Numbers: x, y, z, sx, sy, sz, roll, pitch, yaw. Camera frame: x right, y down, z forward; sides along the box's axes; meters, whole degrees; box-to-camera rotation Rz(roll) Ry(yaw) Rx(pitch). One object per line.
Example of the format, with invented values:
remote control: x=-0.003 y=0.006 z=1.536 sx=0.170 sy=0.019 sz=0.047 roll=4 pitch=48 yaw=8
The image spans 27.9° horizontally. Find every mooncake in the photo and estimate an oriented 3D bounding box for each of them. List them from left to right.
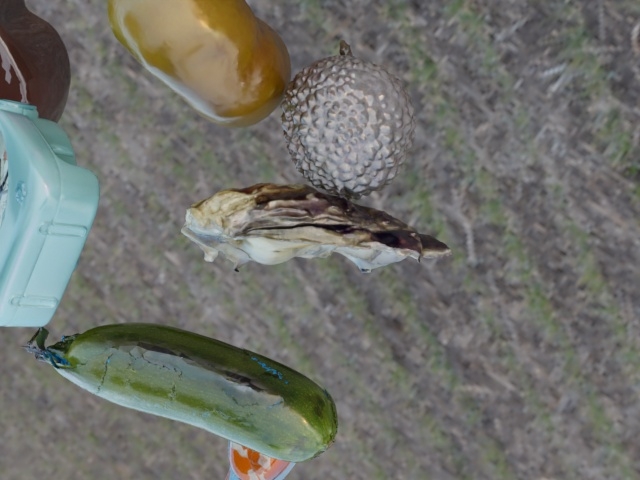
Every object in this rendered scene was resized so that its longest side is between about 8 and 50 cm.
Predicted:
mooncake: x=-0.527 y=-0.247 z=1.785 sx=0.326 sy=0.174 sz=0.334 roll=-21 pitch=104 yaw=23

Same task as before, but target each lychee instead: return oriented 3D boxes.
lychee: x=0.034 y=-0.145 z=1.514 sx=0.165 sy=0.197 sz=0.165 roll=9 pitch=157 yaw=4

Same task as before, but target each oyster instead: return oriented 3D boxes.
oyster: x=0.002 y=-0.011 z=1.580 sx=0.275 sy=0.100 sz=0.271 roll=-11 pitch=155 yaw=40

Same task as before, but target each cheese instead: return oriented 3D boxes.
cheese: x=-0.082 y=0.264 z=1.486 sx=0.106 sy=0.037 sz=0.256 roll=36 pitch=112 yaw=32

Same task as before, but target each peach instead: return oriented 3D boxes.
peach: x=-0.146 y=-0.248 z=1.558 sx=0.251 sy=0.153 sz=0.251 roll=50 pitch=-171 yaw=-11

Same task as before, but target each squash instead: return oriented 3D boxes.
squash: x=-0.126 y=0.123 z=1.148 sx=0.331 sy=0.087 sz=0.087 roll=11 pitch=142 yaw=29

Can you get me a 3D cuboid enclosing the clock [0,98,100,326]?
clock: x=-0.362 y=-0.052 z=1.520 sx=0.223 sy=0.094 sz=0.274 roll=-61 pitch=41 yaw=27
